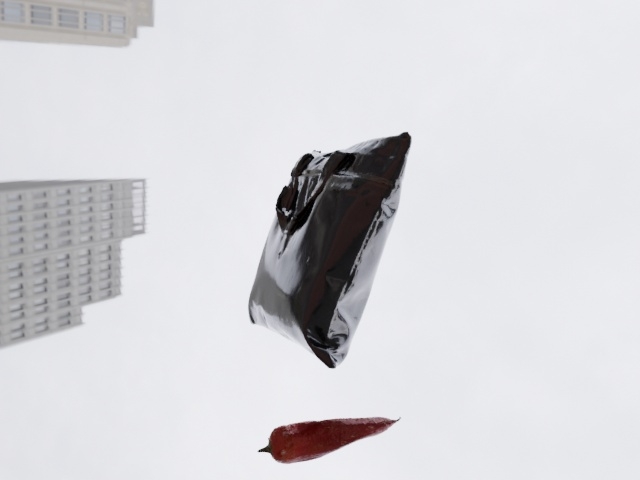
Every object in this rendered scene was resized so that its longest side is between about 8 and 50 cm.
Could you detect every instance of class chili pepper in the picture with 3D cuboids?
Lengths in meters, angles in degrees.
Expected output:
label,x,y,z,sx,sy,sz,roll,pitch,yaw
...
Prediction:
label,x,y,z,sx,sy,sz,roll,pitch,yaw
chili pepper,0.014,0.231,0.820,0.027,0.178,0.045,113,-32,-68

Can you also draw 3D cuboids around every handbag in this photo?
label,x,y,z,sx,sy,sz,roll,pitch,yaw
handbag,0.000,0.000,0.678,0.254,0.088,0.211,5,-104,70
